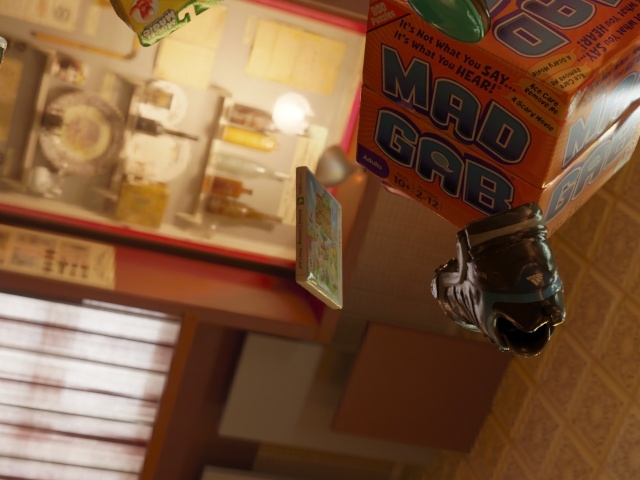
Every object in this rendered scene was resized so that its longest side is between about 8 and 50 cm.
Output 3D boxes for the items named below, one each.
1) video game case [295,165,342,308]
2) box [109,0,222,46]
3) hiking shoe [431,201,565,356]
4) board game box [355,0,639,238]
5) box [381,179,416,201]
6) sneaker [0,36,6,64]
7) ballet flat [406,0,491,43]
[{"bbox_3d":[0.000,0.000,1.600,0.212,0.023,0.193,43,44,-67],"label":"video game case"},{"bbox_3d":[-0.141,-0.253,0.777,0.043,0.105,0.179,44,-17,41],"label":"box"},{"bbox_3d":[0.191,0.072,1.035,0.304,0.113,0.132,74,0,-71],"label":"hiking shoe"},{"bbox_3d":[0.314,-0.258,1.565,0.356,0.356,0.356,35,-35,26],"label":"board game box"},{"bbox_3d":[0.298,-0.156,1.993,0.201,0.293,0.057,-64,154,-11],"label":"box"},{"bbox_3d":[-0.691,-0.320,1.679,0.104,0.295,0.147,-8,-102,38],"label":"sneaker"},{"bbox_3d":[0.117,-0.331,1.111,0.095,0.280,0.096,6,-103,46],"label":"ballet flat"}]
